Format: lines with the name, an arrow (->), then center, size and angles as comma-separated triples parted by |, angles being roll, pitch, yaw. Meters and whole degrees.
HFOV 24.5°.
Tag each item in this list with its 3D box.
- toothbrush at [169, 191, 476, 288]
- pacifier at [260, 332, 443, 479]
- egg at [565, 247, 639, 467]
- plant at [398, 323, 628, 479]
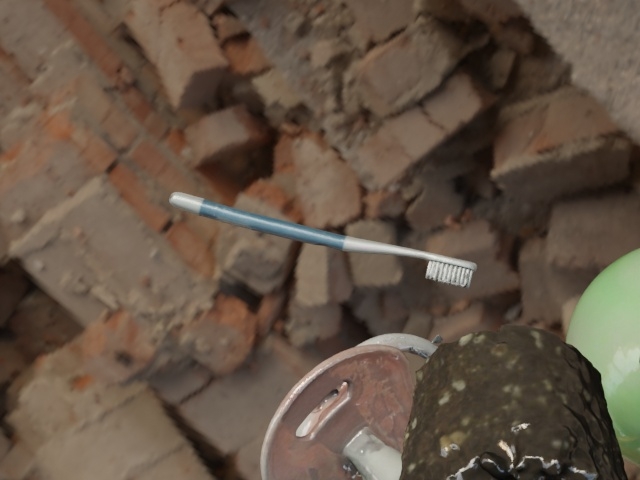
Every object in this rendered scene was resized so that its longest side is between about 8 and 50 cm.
toothbrush -> 0.000, 0.000, 1.287 | 0.276, 0.025, 0.019 | 13, 170, 3
pacifier -> 0.067, 0.267, 1.801 | 0.220, 0.273, 0.332 | -21, 136, 20
egg -> 0.339, 0.110, 1.378 | 0.220, 0.270, 0.220 | 1, 94, 15
plant -> 0.144, 0.232, 1.119 | 0.194, 0.320, 0.181 | -27, 129, 27
